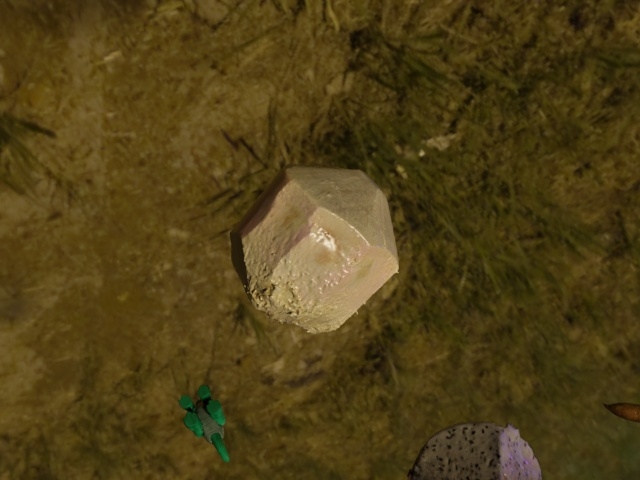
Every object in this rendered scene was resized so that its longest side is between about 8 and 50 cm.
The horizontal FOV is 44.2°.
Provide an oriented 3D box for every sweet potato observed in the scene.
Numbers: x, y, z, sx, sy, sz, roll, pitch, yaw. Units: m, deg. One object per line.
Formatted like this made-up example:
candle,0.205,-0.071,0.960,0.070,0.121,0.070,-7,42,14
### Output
sweet potato,0.805,0.414,1.852,0.273,0.067,0.067,10,149,5

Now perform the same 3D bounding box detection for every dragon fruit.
dragon fruit,0.301,0.506,1.528,0.204,0.283,0.221,-13,152,37

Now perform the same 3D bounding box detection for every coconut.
coconut,0.000,0.000,1.510,0.309,0.297,0.297,-49,145,17

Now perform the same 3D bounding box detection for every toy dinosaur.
toy dinosaur,-0.164,0.274,1.177,0.059,0.132,0.096,-28,138,-9
